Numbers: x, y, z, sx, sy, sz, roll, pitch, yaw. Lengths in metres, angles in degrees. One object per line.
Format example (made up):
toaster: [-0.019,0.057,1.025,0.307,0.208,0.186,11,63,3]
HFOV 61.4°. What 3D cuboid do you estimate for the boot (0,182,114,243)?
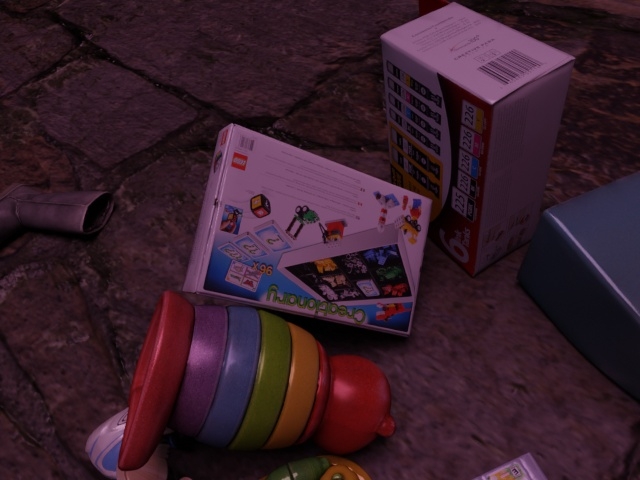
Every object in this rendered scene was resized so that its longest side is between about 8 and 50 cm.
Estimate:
boot: [-0.502,-0.030,0.966,0.208,0.076,0.190,13,55,13]

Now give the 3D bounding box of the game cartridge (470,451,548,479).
game cartridge: [0.212,0.276,0.595,0.083,0.017,0.056,-22,53,-8]

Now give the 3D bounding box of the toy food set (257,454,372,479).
toy food set: [-0.041,0.304,0.581,0.217,0.071,0.128,-21,49,-7]

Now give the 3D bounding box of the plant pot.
plant pot: [0.389,0.066,0.649,0.165,0.166,0.234,-21,56,-8]

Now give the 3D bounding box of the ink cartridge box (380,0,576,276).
ink cartridge box: [0.183,-0.151,0.772,0.130,0.310,0.272,-30,50,-15]

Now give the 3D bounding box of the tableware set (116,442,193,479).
tableware set: [-0.183,0.311,0.587,0.140,0.020,0.169,19,83,16]

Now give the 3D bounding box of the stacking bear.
stacking bear: [-0.055,0.167,0.611,0.288,0.165,0.175,17,12,-18]

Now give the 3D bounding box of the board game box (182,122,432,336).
board game box: [0.000,0.000,0.672,0.053,0.305,0.193,-3,73,59]

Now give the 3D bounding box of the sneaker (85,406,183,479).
sneaker: [-0.182,0.207,0.696,0.086,0.085,0.237,43,62,8]
